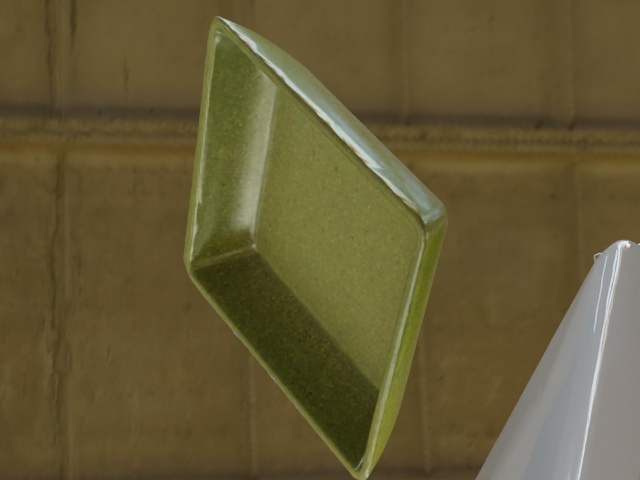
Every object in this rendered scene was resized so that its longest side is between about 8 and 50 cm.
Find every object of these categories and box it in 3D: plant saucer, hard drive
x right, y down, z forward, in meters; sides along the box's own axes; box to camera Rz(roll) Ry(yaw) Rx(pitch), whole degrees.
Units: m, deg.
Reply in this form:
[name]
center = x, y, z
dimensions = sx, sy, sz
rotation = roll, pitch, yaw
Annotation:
[plant saucer]
center = 0.000, 0.000, 0.814
dimensions = 0.045, 0.188, 0.188
rotation = -20, -130, -30
[hard drive]
center = 0.065, 0.162, 0.550
dimensions = 0.040, 0.203, 0.307
rotation = 23, -144, 2

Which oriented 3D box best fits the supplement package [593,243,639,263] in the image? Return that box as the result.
[supplement package]
center = 0.401, 0.132, 1.516
dimensions = 0.204, 0.145, 0.262
rotation = -14, -112, 10
